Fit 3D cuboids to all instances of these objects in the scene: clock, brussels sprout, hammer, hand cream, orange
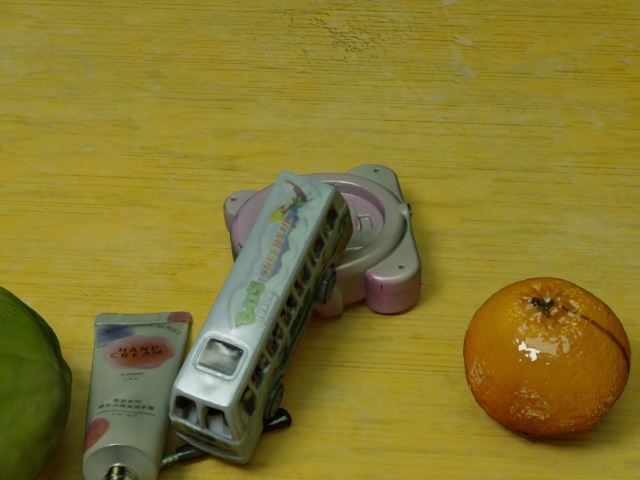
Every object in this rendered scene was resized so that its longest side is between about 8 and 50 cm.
[{"bbox_3d":[0.000,0.000,1.421,0.247,0.090,0.228,-7,46,-4],"label":"clock"},{"bbox_3d":[-0.437,0.181,1.149,0.344,0.268,0.344,0,24,0],"label":"brussels sprout"},{"bbox_3d":[-0.151,0.239,1.236,0.246,0.029,0.103,-20,50,-19],"label":"hammer"},{"bbox_3d":[-0.219,0.179,1.238,0.124,0.078,0.341,-2,32,-3],"label":"hand cream"},{"bbox_3d":[0.263,0.132,1.245,0.193,0.161,0.193,0,51,0],"label":"orange"}]

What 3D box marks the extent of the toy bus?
[{"bbox_3d":[-0.067,0.083,1.238,0.109,0.136,0.330,19,65,13],"label":"toy bus"}]
